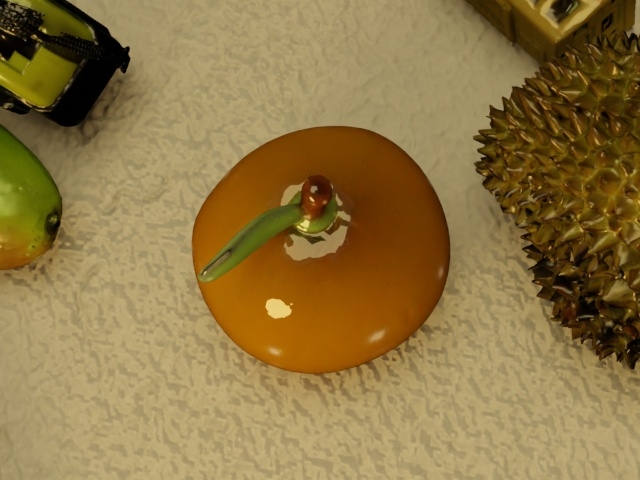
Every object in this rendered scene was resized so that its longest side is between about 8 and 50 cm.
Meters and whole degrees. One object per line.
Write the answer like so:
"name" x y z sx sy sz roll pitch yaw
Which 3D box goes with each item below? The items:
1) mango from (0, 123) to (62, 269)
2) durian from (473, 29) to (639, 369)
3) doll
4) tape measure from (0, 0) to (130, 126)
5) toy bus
"mango" -0.322 -0.057 1.636 0.233 0.111 0.125 35 72 17
"durian" 0.253 -0.037 1.508 0.258 0.258 0.293 -36 65 -8
"doll" 0.000 0.000 1.515 0.213 0.236 0.213 -1 75 3
"tape measure" -0.266 -0.175 1.632 0.186 0.199 0.112 32 94 12
"toy bus" 0.135 -0.295 1.677 0.123 0.121 0.335 -44 73 -3
